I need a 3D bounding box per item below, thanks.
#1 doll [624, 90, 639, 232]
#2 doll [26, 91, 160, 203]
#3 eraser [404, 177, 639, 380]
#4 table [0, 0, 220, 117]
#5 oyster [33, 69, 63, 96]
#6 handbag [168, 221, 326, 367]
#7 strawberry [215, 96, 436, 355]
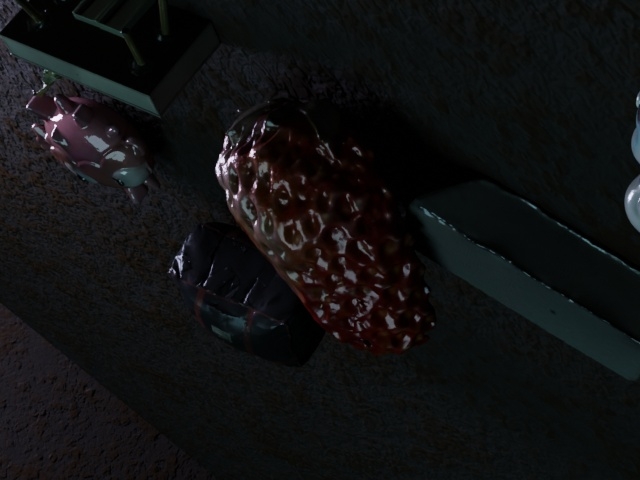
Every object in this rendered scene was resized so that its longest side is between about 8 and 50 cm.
[{"bbox_3d":[0.308,-0.073,1.189,0.107,0.110,0.181,23,152,28],"label":"doll"},{"bbox_3d":[-0.320,-0.136,2.017,0.262,0.093,0.211,11,151,43],"label":"doll"},{"bbox_3d":[0.257,0.042,1.546,0.352,0.077,0.111,32,161,11],"label":"eraser"},{"bbox_3d":[-0.255,-0.254,1.645,0.240,0.121,0.111,23,155,28],"label":"table"},{"bbox_3d":[-0.340,-0.238,1.878,0.061,0.106,0.200,2,-173,-21],"label":"oyster"},{"bbox_3d":[-0.097,0.081,2.043,0.215,0.155,0.169,24,162,23],"label":"handbag"},{"bbox_3d":[0.000,0.000,1.622,0.336,0.149,0.265,63,165,-18],"label":"strawberry"}]
